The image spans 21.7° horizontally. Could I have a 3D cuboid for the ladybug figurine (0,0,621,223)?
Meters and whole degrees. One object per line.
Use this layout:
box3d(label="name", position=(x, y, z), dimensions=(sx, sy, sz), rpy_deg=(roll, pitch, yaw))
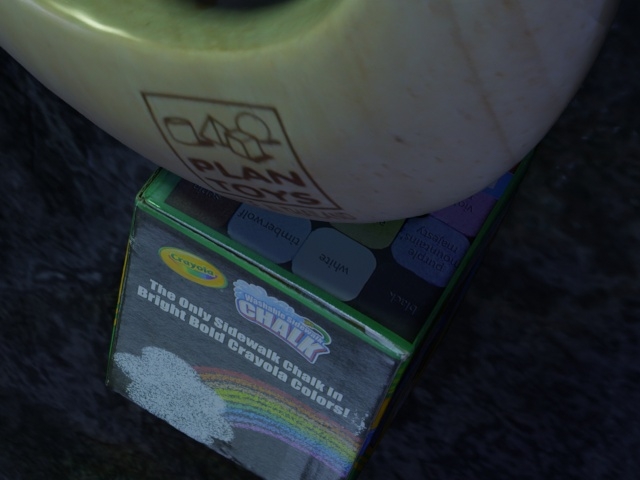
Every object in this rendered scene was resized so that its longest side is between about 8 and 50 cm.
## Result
box3d(label="ladybug figurine", position=(-0.039, -0.194, 0.498), dimensions=(0.305, 0.162, 0.449), rpy_deg=(9, 139, 31))

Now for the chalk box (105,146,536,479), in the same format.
box3d(label="chalk box", position=(0.000, 0.000, 0.741), dimensions=(0.132, 0.132, 0.213), rpy_deg=(30, 145, 7))
